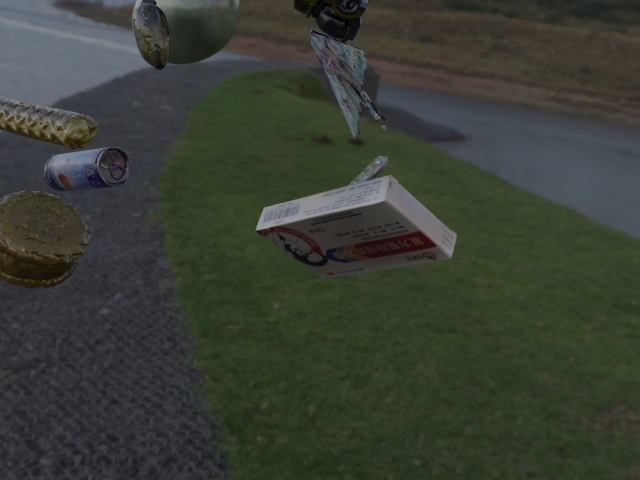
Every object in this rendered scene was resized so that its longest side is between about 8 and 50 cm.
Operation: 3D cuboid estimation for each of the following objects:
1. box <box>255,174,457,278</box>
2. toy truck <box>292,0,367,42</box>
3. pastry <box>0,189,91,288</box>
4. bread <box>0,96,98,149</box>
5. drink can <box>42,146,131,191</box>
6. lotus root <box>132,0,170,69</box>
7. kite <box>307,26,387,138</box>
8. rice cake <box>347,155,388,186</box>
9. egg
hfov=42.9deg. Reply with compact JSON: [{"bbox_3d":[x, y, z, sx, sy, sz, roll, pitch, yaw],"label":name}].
[{"bbox_3d":[0.065,-0.016,1.624,0.353,0.069,0.214,-10,-38,45],"label":"box"},{"bbox_3d":[0.016,-0.653,2.239,0.225,0.165,0.147,22,32,-7],"label":"toy truck"},{"bbox_3d":[-0.537,-0.002,1.536,0.189,0.103,0.188,20,42,-19],"label":"pastry"},{"bbox_3d":[-0.596,-0.249,1.702,0.368,0.077,0.084,14,48,37],"label":"bread"},{"bbox_3d":[-0.555,-0.167,1.930,0.235,0.097,0.097,1,5,42],"label":"drink can"},{"bbox_3d":[-0.421,-0.513,2.021,0.081,0.179,0.089,-7,1,19],"label":"lotus root"},{"bbox_3d":[0.053,-0.315,1.596,0.268,0.013,0.322,45,34,-31],"label":"kite"},{"bbox_3d":[0.094,-0.136,2.006,0.034,0.211,0.043,51,38,7],"label":"rice cake"},{"bbox_3d":[-0.370,-0.618,2.242,0.352,0.258,0.259,-14,-4,41],"label":"egg"}]
